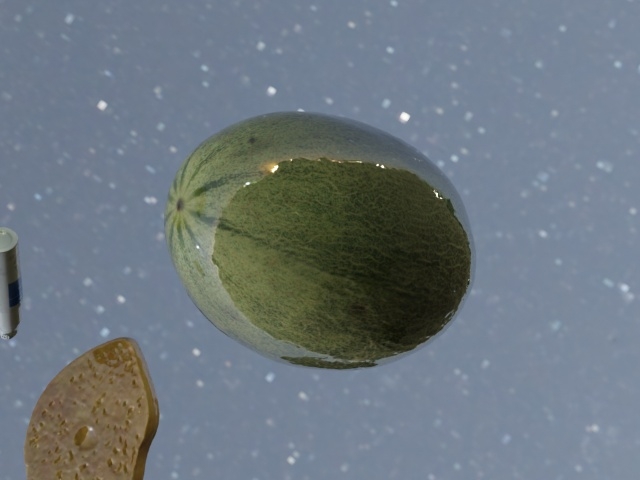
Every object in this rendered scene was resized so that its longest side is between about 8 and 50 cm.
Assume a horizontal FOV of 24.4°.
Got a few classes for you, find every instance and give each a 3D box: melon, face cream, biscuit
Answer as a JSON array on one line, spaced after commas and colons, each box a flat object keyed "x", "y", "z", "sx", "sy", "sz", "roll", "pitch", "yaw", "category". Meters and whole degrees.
[{"x": 0.000, "y": 0.000, "z": 0.558, "sx": 0.131, "sy": 0.098, "sz": 0.098, "roll": 21, "pitch": -79, "yaw": -35, "category": "melon"}, {"x": -0.301, "y": 0.044, "z": 1.407, "sx": 0.034, "sy": 0.034, "sz": 0.130, "roll": -28, "pitch": -35, "yaw": -31, "category": "face cream"}, {"x": -0.236, "y": 0.204, "z": 1.513, "sx": 0.029, "sy": 0.142, "sz": 0.220, "roll": 34, "pitch": -114, "yaw": -65, "category": "biscuit"}]
